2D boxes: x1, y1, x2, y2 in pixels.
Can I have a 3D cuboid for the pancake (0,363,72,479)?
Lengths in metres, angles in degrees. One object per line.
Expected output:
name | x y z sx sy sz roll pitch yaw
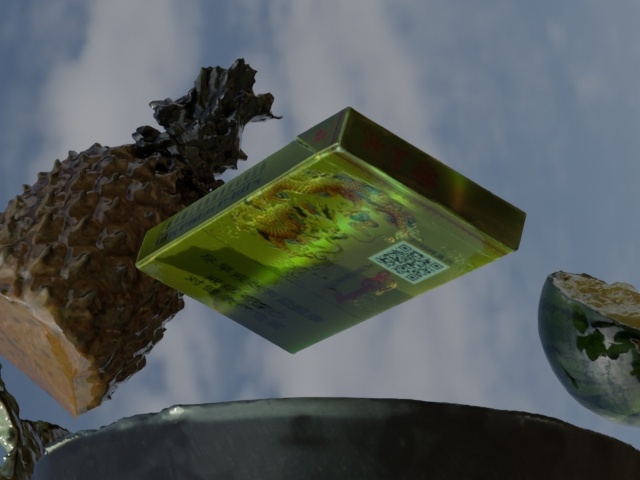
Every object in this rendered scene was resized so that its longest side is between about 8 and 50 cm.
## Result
pancake | -0.189 0.271 1.539 0.305 0.067 0.427 67 -172 21

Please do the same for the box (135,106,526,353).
box | 0.000 0.000 1.469 0.173 0.311 0.043 29 -122 -23

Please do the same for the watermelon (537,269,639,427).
watermelon | 0.305 0.118 1.819 0.204 0.232 0.127 19 -79 -29

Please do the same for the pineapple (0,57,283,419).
pineapple | -0.167 -0.023 1.721 0.362 0.202 0.202 -47 -46 -23

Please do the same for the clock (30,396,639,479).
clock | 0.017 0.184 1.102 0.386 0.386 0.076 40 -133 -57
